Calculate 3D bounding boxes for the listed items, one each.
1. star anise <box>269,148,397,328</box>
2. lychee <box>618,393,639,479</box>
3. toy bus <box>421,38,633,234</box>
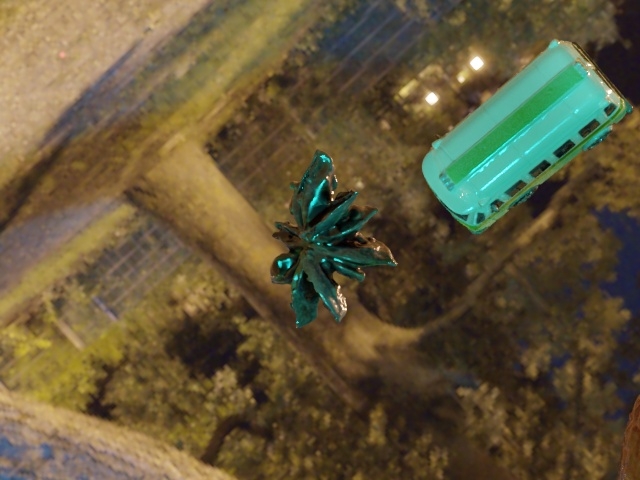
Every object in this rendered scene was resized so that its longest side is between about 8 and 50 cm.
[{"bbox_3d":[0.002,0.003,1.611,0.129,0.283,0.212,0,-167,-44],"label":"star anise"},{"bbox_3d":[0.464,0.264,1.204,0.255,0.300,0.255,-16,164,-5],"label":"lychee"},{"bbox_3d":[0.261,-0.137,1.406,0.276,0.134,0.164,-41,166,15],"label":"toy bus"}]
